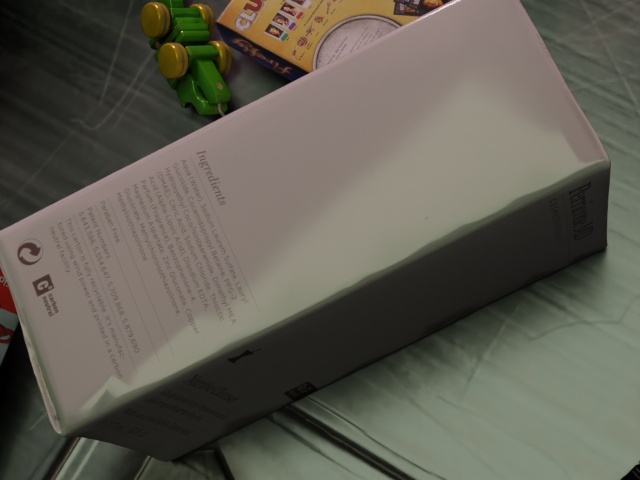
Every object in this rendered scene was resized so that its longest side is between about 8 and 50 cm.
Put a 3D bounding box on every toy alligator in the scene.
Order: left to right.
[{"bbox_3d":[-0.104,-0.135,1.051,0.051,0.056,0.189,-41,67,44],"label":"toy alligator"}]

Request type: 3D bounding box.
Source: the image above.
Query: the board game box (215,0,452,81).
[{"bbox_3d":[0.052,-0.224,1.032,0.165,0.042,0.243,31,79,16],"label":"board game box"}]

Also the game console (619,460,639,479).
[{"bbox_3d":[0.269,0.187,0.880,0.122,0.107,0.071,44,116,19],"label":"game console"}]

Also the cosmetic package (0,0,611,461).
[{"bbox_3d":[0.000,0.000,0.908,0.385,0.217,0.156,-26,72,6],"label":"cosmetic package"}]

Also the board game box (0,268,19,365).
[{"bbox_3d":[-0.398,0.103,0.918,0.086,0.308,0.302,8,75,49],"label":"board game box"}]
